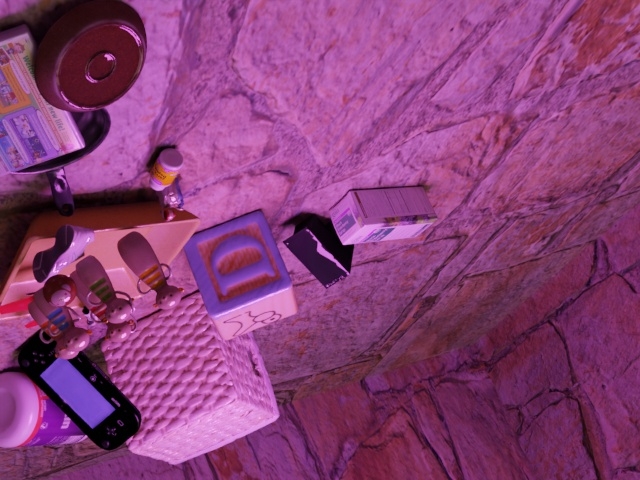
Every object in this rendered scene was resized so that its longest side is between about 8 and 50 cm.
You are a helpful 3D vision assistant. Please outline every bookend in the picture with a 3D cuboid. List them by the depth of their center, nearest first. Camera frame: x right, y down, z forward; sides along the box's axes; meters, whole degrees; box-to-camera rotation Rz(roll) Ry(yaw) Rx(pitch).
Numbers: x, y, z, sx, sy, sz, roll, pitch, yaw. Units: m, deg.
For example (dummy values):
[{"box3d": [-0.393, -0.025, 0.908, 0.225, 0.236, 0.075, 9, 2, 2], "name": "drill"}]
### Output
[{"box3d": [0.000, 0.000, 2.164, 0.072, 0.156, 0.157, -32, 114, 25], "name": "bookend"}]

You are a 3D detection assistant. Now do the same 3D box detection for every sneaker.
[{"box3d": [-0.433, 0.026, 1.588, 0.152, 0.054, 0.061, -38, 158, 34], "name": "sneaker"}, {"box3d": [-0.464, 0.144, 1.897, 0.037, 0.032, 0.083, 4, 144, -27], "name": "sneaker"}]

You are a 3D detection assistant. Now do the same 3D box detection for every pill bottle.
[{"box3d": [-0.270, -0.121, 1.634, 0.043, 0.043, 0.083, -9, 155, -34], "name": "pill bottle"}, {"box3d": [-0.683, 0.423, 2.369, 0.181, 0.182, 0.323, -31, 159, 21], "name": "pill bottle"}]

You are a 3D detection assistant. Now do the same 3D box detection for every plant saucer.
[{"box3d": [-0.295, -0.236, 1.246, 0.168, 0.029, 0.168, -34, 148, -24], "name": "plant saucer"}, {"box3d": [-0.438, 0.026, 1.776, 0.332, 0.081, 0.333, -8, 156, -36], "name": "plant saucer"}]

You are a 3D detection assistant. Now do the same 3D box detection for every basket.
[{"box3d": [-0.333, 0.345, 2.355, 0.331, 0.328, 0.266, -26, 156, 11], "name": "basket"}]

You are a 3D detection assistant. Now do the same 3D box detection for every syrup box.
[{"box3d": [0.145, -0.058, 2.168, 0.236, 0.096, 0.093, -7, 155, -40], "name": "syrup box"}]

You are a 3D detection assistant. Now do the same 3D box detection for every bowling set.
[{"box3d": [-0.401, 0.124, 1.613, 0.287, 0.154, 0.200, -34, -179, 15], "name": "bowling set"}]

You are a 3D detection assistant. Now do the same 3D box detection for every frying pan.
[{"box3d": [-0.390, -0.143, 1.434, 0.197, 0.053, 0.326, -26, 160, 6], "name": "frying pan"}]

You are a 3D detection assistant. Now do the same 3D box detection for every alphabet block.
[{"box3d": [-0.170, 0.079, 2.036, 0.192, 0.193, 0.197, -19, 160, -6], "name": "alphabet block"}]

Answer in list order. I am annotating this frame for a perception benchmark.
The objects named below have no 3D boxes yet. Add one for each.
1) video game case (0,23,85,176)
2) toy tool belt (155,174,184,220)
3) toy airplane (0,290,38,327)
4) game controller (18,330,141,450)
[{"box3d": [-0.442, -0.171, 1.256, 0.193, 0.023, 0.212, -20, 141, -5], "name": "video game case"}, {"box3d": [-0.263, -0.078, 1.695, 0.051, 0.083, 0.052, -8, 164, -29], "name": "toy tool belt"}, {"box3d": [-0.530, 0.128, 1.775, 0.151, 0.028, 0.151, -22, 160, -8], "name": "toy airplane"}, {"box3d": [-0.552, 0.342, 2.166, 0.166, 0.319, 0.067, -39, -173, 40], "name": "game controller"}]
